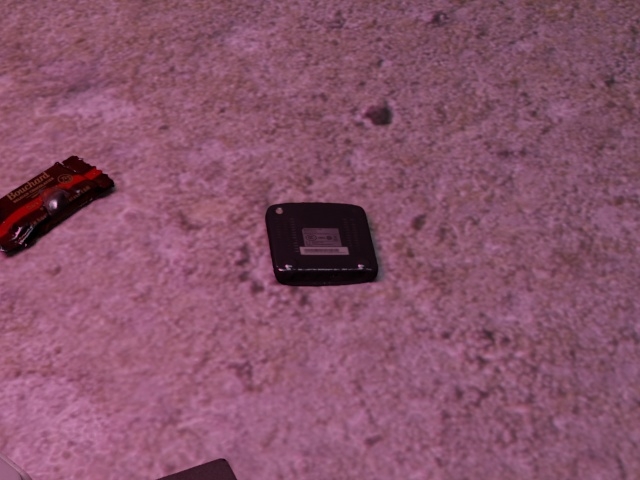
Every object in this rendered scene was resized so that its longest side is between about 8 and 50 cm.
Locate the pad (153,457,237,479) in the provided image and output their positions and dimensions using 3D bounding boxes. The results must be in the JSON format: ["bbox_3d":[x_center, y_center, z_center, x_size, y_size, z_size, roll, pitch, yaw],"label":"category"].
[{"bbox_3d":[-0.163,0.301,1.608,0.211,0.003,0.143,-15,50,-22],"label":"pad"}]

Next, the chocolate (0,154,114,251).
[{"bbox_3d":[-0.333,-0.048,1.913,0.086,0.028,0.182,34,52,27],"label":"chocolate"}]

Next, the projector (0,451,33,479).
[{"bbox_3d":[-0.422,0.274,1.524,0.198,0.108,0.250,32,48,22],"label":"projector"}]

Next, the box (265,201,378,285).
[{"bbox_3d":[0.000,0.000,1.916,0.126,0.027,0.125,-1,45,-10],"label":"box"}]
